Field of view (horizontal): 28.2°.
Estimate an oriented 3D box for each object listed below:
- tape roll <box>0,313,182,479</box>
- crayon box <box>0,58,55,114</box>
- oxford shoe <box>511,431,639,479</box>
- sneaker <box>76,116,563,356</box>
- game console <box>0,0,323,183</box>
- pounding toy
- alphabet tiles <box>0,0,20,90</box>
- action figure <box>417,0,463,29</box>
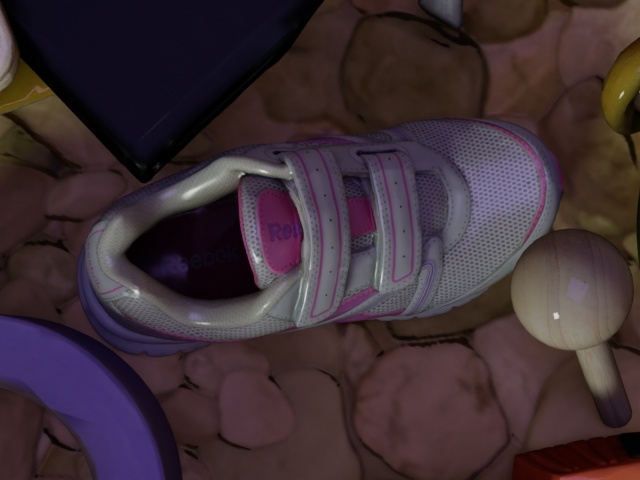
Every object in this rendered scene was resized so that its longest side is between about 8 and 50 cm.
[{"bbox_3d":[-0.164,0.130,0.621,0.189,0.080,0.189,0,86,0],"label":"tape roll"},{"bbox_3d":[-0.254,-0.188,0.644,0.202,0.081,0.318,-19,86,-2],"label":"crayon box"},{"bbox_3d":[0.061,0.167,0.615,0.271,0.097,0.098,-11,91,-1],"label":"oxford shoe"},{"bbox_3d":[0.000,0.000,0.617,0.252,0.111,0.103,-17,86,-2],"label":"sneaker"},{"bbox_3d":[-0.186,-0.070,0.577,0.361,0.044,0.213,-44,91,-1],"label":"game console"},{"bbox_3d":[0.175,-0.042,0.612,0.237,0.183,0.110,-44,62,0],"label":"pounding toy"},{"bbox_3d":[-0.280,-0.081,0.544,0.284,0.021,0.278,-23,87,0],"label":"alphabet tiles"},{"bbox_3d":[0.126,-0.267,0.613,0.341,0.178,0.330,38,96,5],"label":"action figure"}]
